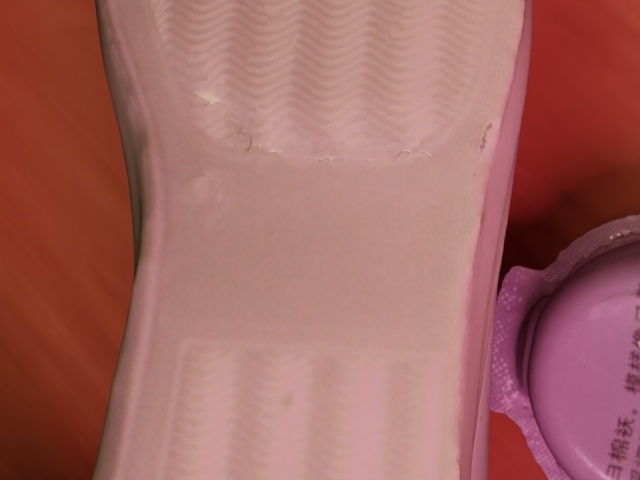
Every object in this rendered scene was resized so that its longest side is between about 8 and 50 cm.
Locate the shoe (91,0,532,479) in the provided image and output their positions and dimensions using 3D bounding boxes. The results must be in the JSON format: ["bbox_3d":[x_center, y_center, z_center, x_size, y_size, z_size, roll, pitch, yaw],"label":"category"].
[{"bbox_3d":[0.000,0.000,0.471,0.131,0.160,0.363,0,68,7],"label":"shoe"}]

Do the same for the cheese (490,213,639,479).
[{"bbox_3d":[0.130,0.050,0.424,0.191,0.042,0.105,16,102,34],"label":"cheese"}]
